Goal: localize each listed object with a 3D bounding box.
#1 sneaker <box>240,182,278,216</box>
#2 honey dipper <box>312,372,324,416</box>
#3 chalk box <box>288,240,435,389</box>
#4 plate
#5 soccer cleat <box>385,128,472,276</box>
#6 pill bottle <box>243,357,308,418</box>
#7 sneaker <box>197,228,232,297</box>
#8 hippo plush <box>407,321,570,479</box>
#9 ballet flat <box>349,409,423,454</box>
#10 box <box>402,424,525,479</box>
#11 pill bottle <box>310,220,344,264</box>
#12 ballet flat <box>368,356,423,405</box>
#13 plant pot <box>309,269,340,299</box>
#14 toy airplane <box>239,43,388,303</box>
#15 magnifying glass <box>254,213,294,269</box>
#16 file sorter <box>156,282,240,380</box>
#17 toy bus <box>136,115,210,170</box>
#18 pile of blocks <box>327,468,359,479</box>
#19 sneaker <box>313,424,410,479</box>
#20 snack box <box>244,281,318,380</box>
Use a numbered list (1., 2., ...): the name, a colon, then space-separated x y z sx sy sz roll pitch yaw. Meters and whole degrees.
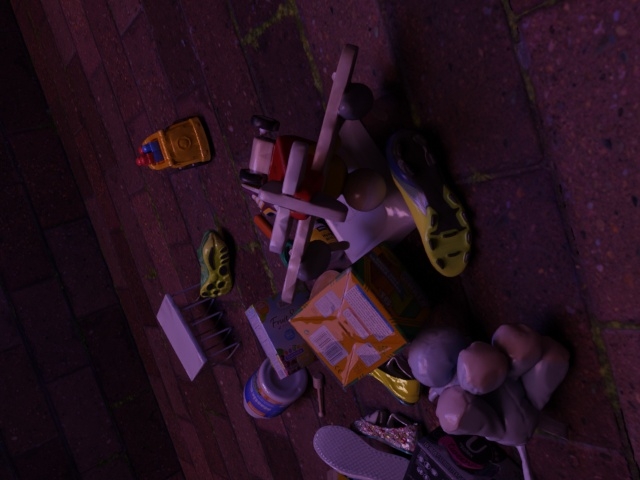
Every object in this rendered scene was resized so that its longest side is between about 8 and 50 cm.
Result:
1. sneaker: -0.152 -0.107 1.598 0.185 0.069 0.084 25 122 48
2. honey dipper: -0.001 0.457 1.750 0.030 0.030 0.160 27 132 45
3. chalk box: 0.101 0.132 1.217 0.179 0.289 0.180 -41 86 26
4. plate: 0.072 -0.088 1.313 0.277 0.045 0.278 58 146 14
5. soccer cleat: 0.203 -0.072 1.122 0.121 0.093 0.289 -135 21 -83
6. pill bottle: -0.152 0.462 1.853 0.152 0.152 0.272 57 145 16
7. sneaker: -0.349 0.081 1.981 0.295 0.109 0.123 104 154 -44
8. hippo plush: 0.297 0.234 1.088 0.294 0.234 0.236 36 -178 -29
9. ballet flat: 0.167 0.464 1.484 0.241 0.091 0.077 -1 78 51
10. box: 0.315 0.511 1.227 0.247 0.142 0.163 40 137 34
11. pill bottle: 0.000 0.000 1.447 0.116 0.065 0.065 49 142 26
12. ballet flat: 0.151 0.299 1.411 0.231 0.077 0.077 29 110 43
13. plant pot: 0.038 0.192 1.476 0.236 0.032 0.236 -9 80 60
14. toy airplane: 0.004 -0.109 1.121 0.386 0.272 0.384 129 147 -60
15. magnifying glass: -0.111 0.007 1.651 0.231 0.026 0.092 44 140 29
16. file sorter: -0.436 0.320 2.155 0.277 0.173 0.193 57 144 16
17. toy bus: -0.469 -0.275 1.826 0.220 0.211 0.149 -2 108 57
18. pile of blocks: 0.155 0.713 1.630 0.112 0.149 0.362 34 172 -29
19. sneaker: 0.118 0.570 1.511 0.282 0.102 0.161 20 156 26
20. snack box: -0.076 0.238 1.594 0.207 0.174 0.070 60 145 11
